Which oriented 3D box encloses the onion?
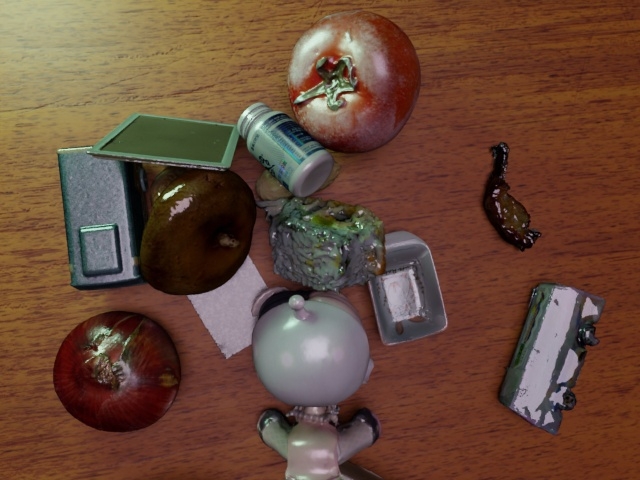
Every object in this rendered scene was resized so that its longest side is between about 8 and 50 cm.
[{"bbox_3d":[-0.399,0.259,0.966,0.248,0.161,0.248,2,102,10],"label":"onion"}]

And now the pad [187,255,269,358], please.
[{"bbox_3d":[-0.195,0.115,1.061,0.158,0.003,0.235,-31,92,-7],"label":"pad"}]

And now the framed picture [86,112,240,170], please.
[{"bbox_3d":[-0.272,-0.188,0.932,0.232,0.296,0.019,5,116,-6],"label":"framed picture"}]

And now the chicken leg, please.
[{"bbox_3d":[0.422,-0.096,1.120,0.106,0.051,0.253,-15,90,-13],"label":"chicken leg"}]

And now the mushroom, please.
[{"bbox_3d":[-0.247,-0.015,0.945,0.254,0.267,0.267,4,96,38],"label":"mushroom"}]

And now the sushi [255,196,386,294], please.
[{"bbox_3d":[0.000,0.000,0.981,0.274,0.184,0.139,15,119,26],"label":"sushi"}]

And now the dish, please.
[{"bbox_3d":[0.175,0.098,1.077,0.154,0.064,0.234,-13,91,-7],"label":"dish"}]

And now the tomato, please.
[{"bbox_3d":[0.068,-0.312,0.984,0.270,0.227,0.270,9,110,28],"label":"tomato"}]

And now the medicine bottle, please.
[{"bbox_3d":[-0.072,-0.180,0.963,0.107,0.107,0.191,-44,72,-6],"label":"medicine bottle"}]

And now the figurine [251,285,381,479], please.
[{"bbox_3d":[-0.005,0.270,0.977,0.253,0.211,0.361,-3,90,-7],"label":"figurine"}]

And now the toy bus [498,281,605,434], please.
[{"bbox_3d":[0.507,0.254,1.096,0.138,0.112,0.317,22,85,-2],"label":"toy bus"}]

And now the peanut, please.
[{"bbox_3d":[-0.046,-0.131,1.046,0.187,0.082,0.082,-14,90,-6],"label":"peanut"}]

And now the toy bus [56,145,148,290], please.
[{"bbox_3d":[-0.408,-0.042,0.957,0.138,0.167,0.275,-6,90,-8],"label":"toy bus"}]

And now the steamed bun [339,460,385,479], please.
[{"bbox_3d":[0.070,0.564,1.012,0.241,0.146,0.164,29,83,-7],"label":"steamed bun"}]
